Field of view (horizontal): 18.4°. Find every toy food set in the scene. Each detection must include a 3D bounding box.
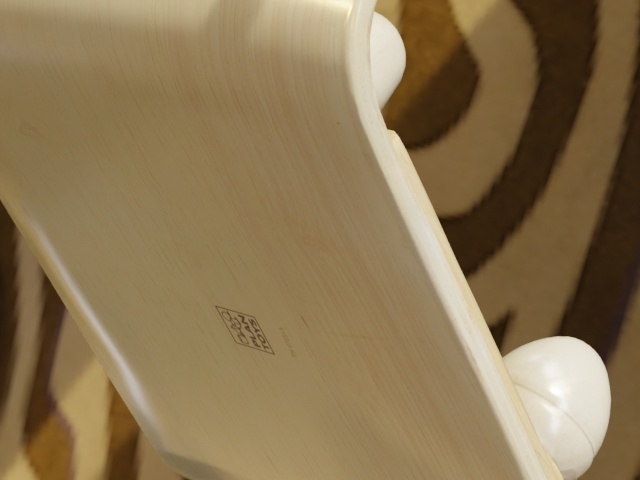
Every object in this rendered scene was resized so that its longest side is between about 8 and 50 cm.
[{"bbox_3d":[0.000,0.000,0.689,0.219,0.306,0.092,14,51,43],"label":"toy food set"}]
